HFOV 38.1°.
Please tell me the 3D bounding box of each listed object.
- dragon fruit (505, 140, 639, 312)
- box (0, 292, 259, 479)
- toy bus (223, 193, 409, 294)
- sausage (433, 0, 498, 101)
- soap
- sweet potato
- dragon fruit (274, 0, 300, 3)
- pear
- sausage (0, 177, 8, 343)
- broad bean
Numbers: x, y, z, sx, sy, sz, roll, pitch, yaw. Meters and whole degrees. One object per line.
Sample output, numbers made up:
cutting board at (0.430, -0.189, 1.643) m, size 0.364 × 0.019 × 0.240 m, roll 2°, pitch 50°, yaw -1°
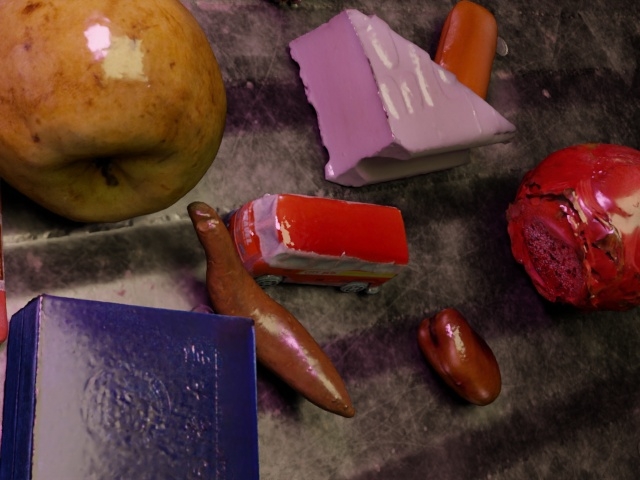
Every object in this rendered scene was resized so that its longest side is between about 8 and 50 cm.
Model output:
dragon fruit at (0.472, -0.019, 1.553) m, size 0.302 × 0.296 × 0.295 m, roll -1°, pitch 72°, yaw -30°
box at (-0.212, 0.212, 1.067) m, size 0.279 × 0.116 × 0.261 m, roll 11°, pitch 65°, yaw -35°
toy bus at (0.000, 0.000, 1.300) m, size 0.265 × 0.120 × 0.121 m, roll 6°, pitch 67°, yaw -35°
sausage at (0.250, -0.306, 1.623) m, size 0.105 × 0.105 × 0.274 m, roll 31°, pitch 56°, yaw -23°
soap at (0.131, -0.238, 1.476) m, size 0.302 × 0.159 × 0.257 m, roll -12°, pitch 77°, yaw -40°
sweet potato at (-0.078, 0.095, 1.211) m, size 0.346 × 0.108 × 0.079 m, roll 53°, pitch 50°, yaw -12°
dragon fruit at (-0.080, -0.478, 1.437) m, size 0.211 × 0.147 × 0.282 m, roll -21°, pitch 88°, yaw -49°
pear at (-0.265, -0.184, 1.083) m, size 0.304 × 0.304 × 0.303 m, roll 14°, pitch 64°, yaw -32°
sausage at (-0.383, 0.008, 1.073) m, size 0.034 × 0.034 × 0.253 m, roll 3°, pitch 71°, yaw -36°
broad bean at (0.218, 0.181, 1.413) m, size 0.165 × 0.084 × 0.114 m, roll 42°, pitch 50°, yaw -23°
